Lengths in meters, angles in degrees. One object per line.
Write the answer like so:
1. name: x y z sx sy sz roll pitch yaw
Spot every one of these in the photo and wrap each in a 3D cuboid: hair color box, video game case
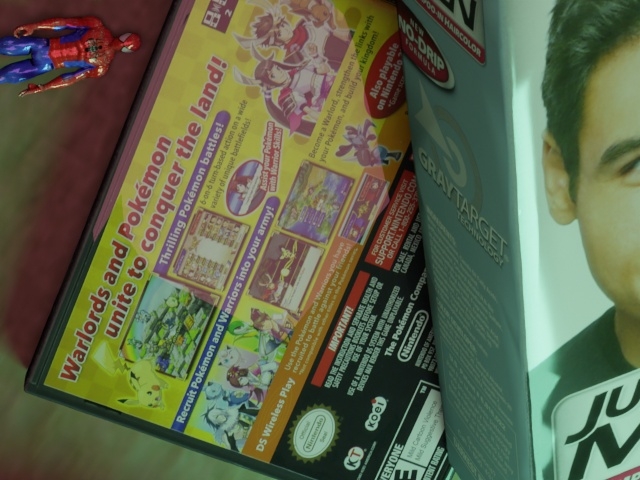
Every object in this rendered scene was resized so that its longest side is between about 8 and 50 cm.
1. hair color box: 0.152 -0.018 0.735 0.185 0.113 0.374 -20 129 -13
2. video game case: 0.000 0.000 0.849 0.248 0.035 0.275 21 102 -11

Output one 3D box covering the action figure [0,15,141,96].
1. action figure: -0.152 -0.097 0.812 0.115 0.030 0.038 -10 100 -5
